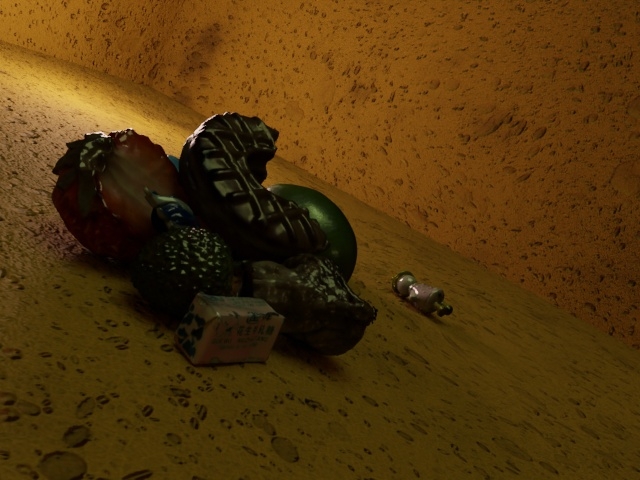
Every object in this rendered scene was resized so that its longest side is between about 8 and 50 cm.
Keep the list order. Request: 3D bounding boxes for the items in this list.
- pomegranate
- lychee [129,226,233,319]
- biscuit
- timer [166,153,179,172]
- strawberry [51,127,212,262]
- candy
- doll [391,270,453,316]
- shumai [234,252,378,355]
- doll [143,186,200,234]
[{"bbox_3d":[-0.070,-0.017,1.472,0.309,0.216,0.358,36,16,28],"label":"pomegranate"},{"bbox_3d":[-0.222,0.052,1.033,0.171,0.171,0.171,24,12,-6],"label":"lychee"},{"bbox_3d":[-0.147,-0.109,1.275,0.268,0.115,0.366,-2,54,-48],"label":"biscuit"},{"bbox_3d":[-0.459,-0.155,1.684,0.250,0.091,0.232,-2,28,-41],"label":"timer"},{"bbox_3d":[-0.348,-0.049,1.200,0.336,0.149,0.265,40,31,-43],"label":"strawberry"},{"bbox_3d":[-0.138,0.135,0.987,0.073,0.092,0.160,34,14,36],"label":"candy"},{"bbox_3d":[0.277,0.147,1.797,0.129,0.081,0.207,-6,28,-44],"label":"doll"},{"bbox_3d":[-0.046,0.130,1.131,0.185,0.184,0.218,-27,57,-30],"label":"shumai"},{"bbox_3d":[-0.249,-0.028,1.120,0.195,0.070,0.096,53,1,-44],"label":"doll"}]
